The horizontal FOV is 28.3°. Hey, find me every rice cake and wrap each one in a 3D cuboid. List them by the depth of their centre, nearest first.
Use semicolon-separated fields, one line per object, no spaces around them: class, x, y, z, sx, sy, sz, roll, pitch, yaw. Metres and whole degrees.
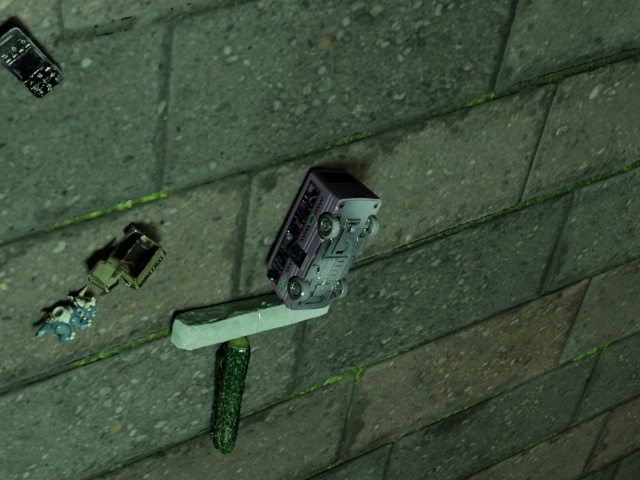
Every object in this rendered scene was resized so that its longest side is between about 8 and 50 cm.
rice cake;-0.092;0.100;1.706;0.245;0.042;0.045;-11;125;-36

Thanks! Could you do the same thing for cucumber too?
cucumber;-0.131;0.225;1.808;0.044;0.043;0.257;-15;139;-24

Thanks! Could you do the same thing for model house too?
model house;-0.228;0.030;1.500;0.083;0.057;0.058;-55;174;-12

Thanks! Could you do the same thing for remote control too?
remote control;-0.288;-0.176;1.243;0.039;0.014;0.096;-39;147;-2

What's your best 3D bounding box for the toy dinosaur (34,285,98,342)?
toy dinosaur;-0.302;0.091;1.510;0.083;0.030;0.047;-37;144;-6

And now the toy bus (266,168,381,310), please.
toy bus;0.000;0.000;1.639;0.086;0.098;0.178;-2;127;-43
